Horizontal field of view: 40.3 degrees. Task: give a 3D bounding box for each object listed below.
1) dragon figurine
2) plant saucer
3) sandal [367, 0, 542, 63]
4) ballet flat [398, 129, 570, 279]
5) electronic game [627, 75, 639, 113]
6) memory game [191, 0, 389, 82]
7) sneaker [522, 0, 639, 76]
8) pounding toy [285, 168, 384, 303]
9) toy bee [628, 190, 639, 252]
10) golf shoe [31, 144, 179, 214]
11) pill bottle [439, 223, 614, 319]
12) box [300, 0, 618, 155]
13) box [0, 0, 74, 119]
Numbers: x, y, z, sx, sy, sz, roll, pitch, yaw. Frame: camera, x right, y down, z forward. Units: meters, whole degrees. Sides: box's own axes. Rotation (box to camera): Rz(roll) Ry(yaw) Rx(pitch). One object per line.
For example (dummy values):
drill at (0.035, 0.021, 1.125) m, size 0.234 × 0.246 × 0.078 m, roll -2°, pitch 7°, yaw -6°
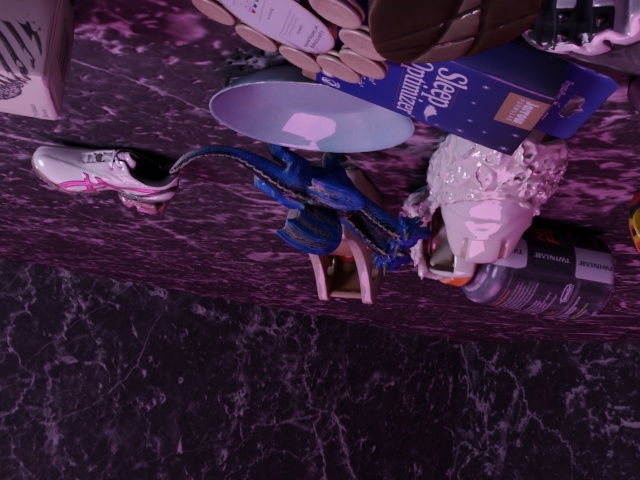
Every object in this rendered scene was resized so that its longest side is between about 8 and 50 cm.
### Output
dragon figurine at (-0.007, -0.044, 0.945) m, size 0.289 × 0.085 × 0.144 m, roll 14°, pitch -150°, yaw -38°
plant saucer at (-0.006, -0.129, 0.826) m, size 0.195 × 0.037 × 0.195 m, roll 6°, pitch 169°, yaw 1°
sandal at (0.057, -0.154, 0.406) m, size 0.090 × 0.060 × 0.219 m, roll -2°, pitch 157°, yaw 13°
ballet flat at (0.180, -0.027, 1.005) m, size 0.147 × 0.146 × 0.409 m, roll 7°, pitch 169°, yaw -2°
electronic game at (0.362, -0.107, 0.689) m, size 0.229 × 0.048 × 0.229 m, roll 13°, pitch 174°, yaw 1°
memory game at (-0.033, -0.159, 0.593) m, size 0.186 × 0.012 × 0.186 m, roll 27°, pitch 173°, yaw 3°
sneaker at (0.244, -0.142, 0.520) m, size 0.234 × 0.078 × 0.106 m, roll 2°, pitch 172°, yaw 42°
pounding toy at (0.000, 0.000, 1.187) m, size 0.155 × 0.154 × 0.269 m, roll 3°, pitch 168°, yaw 18°
toy bee at (0.427, 0.000, 0.920) m, size 0.195 × 0.162 × 0.298 m, roll 7°, pitch 169°, yaw 4°
golf shoe at (-0.273, -0.096, 1.126) m, size 0.186 × 0.067 × 0.086 m, roll 13°, pitch 139°, yaw -24°
pill bottle at (0.292, 0.038, 1.276) m, size 0.246 × 0.130 × 0.130 m, roll 10°, pitch 169°, yaw -19°
box at (0.094, -0.122, 0.656) m, size 0.225 × 0.036 × 0.136 m, roll 20°, pitch 170°, yaw 4°
box at (-0.333, -0.169, 0.655) m, size 0.275 × 0.094 × 0.113 m, roll 8°, pitch 169°, yaw -9°
